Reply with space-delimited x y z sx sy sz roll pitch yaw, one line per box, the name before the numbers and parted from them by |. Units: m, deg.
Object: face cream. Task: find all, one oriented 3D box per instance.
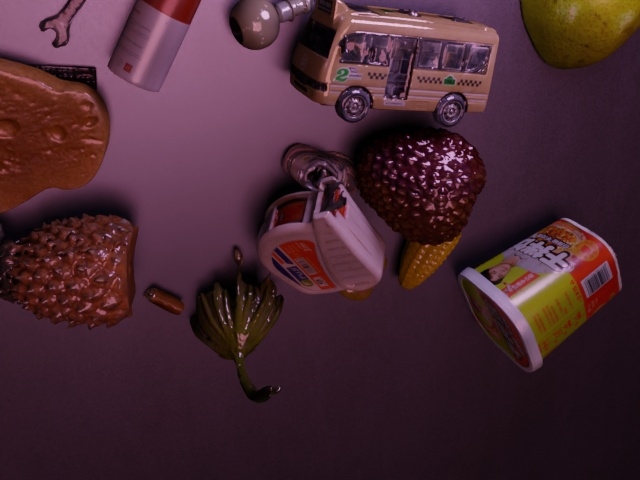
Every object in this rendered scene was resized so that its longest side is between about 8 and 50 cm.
face cream | -0.274 -0.370 1.057 0.095 0.096 0.214 22 110 -28

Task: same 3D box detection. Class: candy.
candy | 0.241 0.033 1.469 0.094 0.106 0.199 4 124 -42

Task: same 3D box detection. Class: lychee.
lychee | 0.199 -0.120 1.290 0.271 0.271 0.271 -8 122 -14

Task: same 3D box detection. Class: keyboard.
keyboard | -0.493 -0.278 1.086 0.195 0.018 0.060 -2 124 -17

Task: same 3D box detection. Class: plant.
plant | -0.193 0.218 1.305 0.180 0.333 0.251 26 125 -15

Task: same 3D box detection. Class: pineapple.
pineapple | -0.532 0.053 1.174 0.357 0.223 0.223 4 119 -8

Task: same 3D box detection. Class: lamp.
lamp | -0.081 -0.403 1.118 0.163 0.091 0.091 -27 126 -20

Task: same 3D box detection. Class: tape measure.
tape measure | 0.000 0.000 1.301 0.265 0.130 0.258 -11 141 30

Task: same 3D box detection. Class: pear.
pear | 0.554 -0.453 1.275 0.288 0.139 0.239 -6 130 -13

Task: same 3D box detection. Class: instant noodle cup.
instant noodle cup | 0.550 0.119 1.542 0.308 0.294 0.294 -33 125 -5

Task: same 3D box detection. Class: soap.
soap | 0.101 0.082 1.482 0.089 0.045 0.140 16 113 -29

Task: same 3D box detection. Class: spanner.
spanner | -0.382 -0.429 1.034 0.054 0.015 0.254 34 104 -30

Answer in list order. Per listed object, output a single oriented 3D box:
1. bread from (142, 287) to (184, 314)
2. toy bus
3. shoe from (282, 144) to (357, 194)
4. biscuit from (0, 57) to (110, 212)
bread | -0.342 0.132 1.366 0.083 0.047 0.036 33 75 -33
toy bus | 0.136 -0.335 1.163 0.365 0.177 0.202 -3 119 -24
shoe | 0.013 -0.136 1.295 0.180 0.092 0.089 17 112 -27
biscuit | -0.555 -0.177 1.097 0.343 0.057 0.287 6 123 -22
